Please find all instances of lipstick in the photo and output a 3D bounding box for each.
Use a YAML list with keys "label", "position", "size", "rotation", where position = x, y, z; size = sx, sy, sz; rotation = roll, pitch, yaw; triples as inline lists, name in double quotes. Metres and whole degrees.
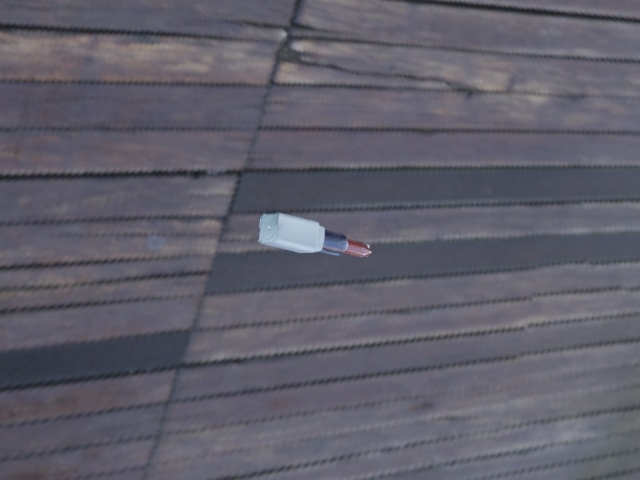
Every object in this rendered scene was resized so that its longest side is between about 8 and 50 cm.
- label: "lipstick"
  position: [0.000, 0.000, 0.995]
  size: [0.107, 0.025, 0.025]
  rotation: [14, 80, -36]
